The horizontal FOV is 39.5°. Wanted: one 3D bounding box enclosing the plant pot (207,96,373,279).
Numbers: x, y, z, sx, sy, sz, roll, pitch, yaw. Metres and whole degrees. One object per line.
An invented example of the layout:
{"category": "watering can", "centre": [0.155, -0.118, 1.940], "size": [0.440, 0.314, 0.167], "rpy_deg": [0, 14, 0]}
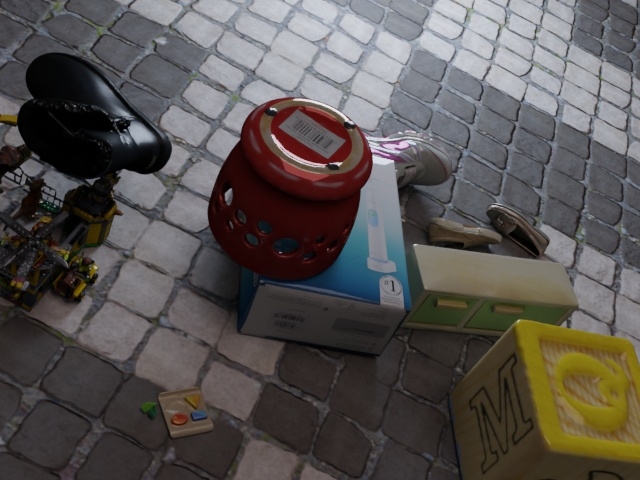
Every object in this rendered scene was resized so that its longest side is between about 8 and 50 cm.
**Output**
{"category": "plant pot", "centre": [-0.037, -0.072, 1.136], "size": [0.191, 0.174, 0.191], "rpy_deg": [10, 49, -12]}

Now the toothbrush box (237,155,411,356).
{"category": "toothbrush box", "centre": [0.000, 0.000, 1.294], "size": [0.216, 0.126, 0.295], "rpy_deg": [11, 48, -16]}

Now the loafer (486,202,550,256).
{"category": "loafer", "centre": [0.340, -0.018, 1.543], "size": [0.125, 0.045, 0.039], "rpy_deg": [33, 51, 0]}

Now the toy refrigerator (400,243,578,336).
{"category": "toy refrigerator", "centre": [0.248, 0.086, 1.362], "size": [0.270, 0.102, 0.094], "rpy_deg": [8, 49, -21]}

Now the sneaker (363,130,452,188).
{"category": "sneaker", "centre": [0.101, -0.116, 1.477], "size": [0.252, 0.103, 0.111], "rpy_deg": [6, 53, -14]}

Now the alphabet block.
{"category": "alphabet block", "centre": [0.306, 0.245, 1.182], "size": [0.192, 0.197, 0.193], "rpy_deg": [10, 48, -19]}

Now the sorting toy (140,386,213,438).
{"category": "sorting toy", "centre": [-0.178, 0.213, 1.098], "size": [0.083, 0.012, 0.062], "rpy_deg": [-5, 54, -30]}

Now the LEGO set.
{"category": "LEGO set", "centre": [-0.407, -0.079, 1.112], "size": [0.331, 0.192, 0.255], "rpy_deg": [34, 44, 4]}

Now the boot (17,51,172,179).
{"category": "boot", "centre": [-0.324, -0.168, 1.143], "size": [0.246, 0.094, 0.207], "rpy_deg": [38, 12, 8]}

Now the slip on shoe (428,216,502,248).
{"category": "slip on shoe", "centre": [0.240, -0.005, 1.484], "size": [0.135, 0.051, 0.041], "rpy_deg": [13, 86, -27]}
